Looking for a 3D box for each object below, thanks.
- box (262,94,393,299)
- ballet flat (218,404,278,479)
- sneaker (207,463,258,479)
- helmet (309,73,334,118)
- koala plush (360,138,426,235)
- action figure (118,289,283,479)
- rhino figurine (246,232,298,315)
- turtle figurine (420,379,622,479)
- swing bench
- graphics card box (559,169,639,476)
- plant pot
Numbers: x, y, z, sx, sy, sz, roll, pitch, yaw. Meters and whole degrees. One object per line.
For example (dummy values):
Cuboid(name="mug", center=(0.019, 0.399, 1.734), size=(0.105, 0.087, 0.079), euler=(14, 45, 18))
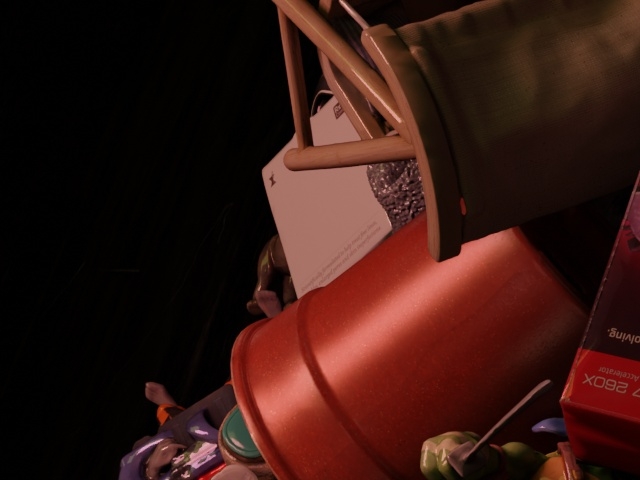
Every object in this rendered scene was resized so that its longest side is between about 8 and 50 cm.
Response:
Cuboid(name="box", center=(0.048, -0.042, 1.916), size=(0.181, 0.119, 0.182), euler=(-43, 53, 44))
Cuboid(name="ballet flat", center=(0.032, 0.127, 1.798), size=(0.316, 0.106, 0.107), euler=(-37, 53, -11))
Cuboid(name="sneaker", center=(-0.113, 0.272, 1.734), size=(0.158, 0.061, 0.065), euler=(-56, 11, 11))
Cuboid(name="helmet", center=(0.067, -0.147, 2.063), size=(0.169, 0.169, 0.162), euler=(-96, 21, -61))
Cuboid(name="koala plush", center=(0.161, -0.099, 1.716), size=(0.221, 0.196, 0.203), euler=(-27, 43, 54))
Cuboid(name="action figure", center=(-0.054, 0.200, 1.970), size=(0.341, 0.178, 0.330), euler=(-28, 33, 10))
Cuboid(name="rhino figurine", center=(0.000, 0.000, 2.172), size=(0.243, 0.073, 0.106), euler=(-41, 29, 44))
Cuboid(name="turtle figurine", center=(0.141, 0.225, 1.219), size=(0.266, 0.198, 0.274), euler=(-60, 21, 1))
Cuboid(name="swing bench", center=(0.126, -0.128, 1.333), size=(0.254, 0.253, 0.165), euler=(32, 136, 56))
Cuboid(name="graphics card box", center=(0.311, -0.018, 1.102), size=(0.371, 0.232, 0.094), euler=(-67, -24, -22))
Cuboid(name="plant pot", center=(0.116, 0.088, 1.446), size=(0.265, 0.272, 0.272), euler=(-44, 23, 23))
